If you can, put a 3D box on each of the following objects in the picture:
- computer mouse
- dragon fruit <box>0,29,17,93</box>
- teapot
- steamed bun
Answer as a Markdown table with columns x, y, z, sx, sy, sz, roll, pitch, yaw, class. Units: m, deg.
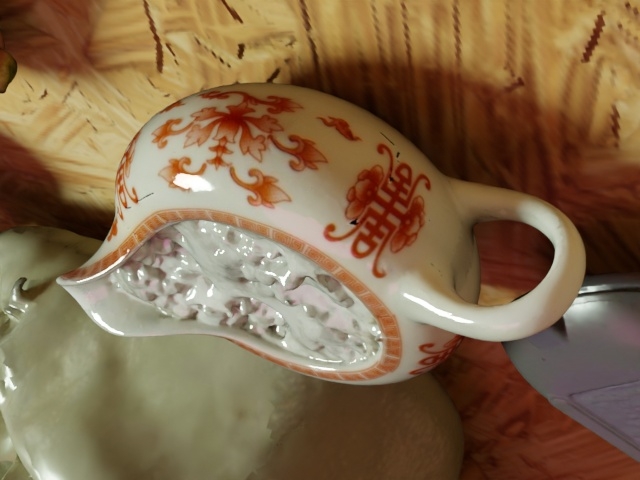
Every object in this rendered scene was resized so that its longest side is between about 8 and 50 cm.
| x | y | z | sx | sy | sz | roll | pitch | yaw | class |
| --- | --- | --- | --- | --- | --- | --- | --- | --- | --- |
| 0.184 | 0.077 | 0.579 | 0.232 | 0.057 | 0.120 | 33 | 152 | -17 | computer mouse |
| -0.183 | -0.085 | 0.606 | 0.116 | 0.081 | 0.086 | 0 | 132 | 43 | dragon fruit |
| 0.000 | 0.000 | 0.556 | 0.245 | 0.116 | 0.159 | 1 | 131 | 45 | teapot |
| -0.107 | 0.166 | 0.783 | 0.367 | 0.255 | 0.342 | 12 | 152 | 30 | steamed bun |
